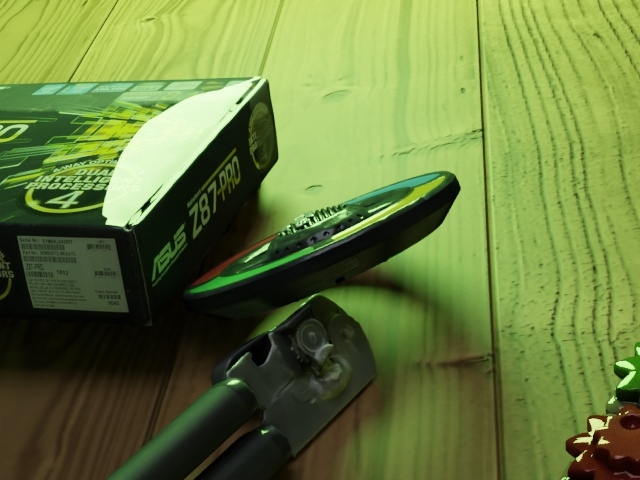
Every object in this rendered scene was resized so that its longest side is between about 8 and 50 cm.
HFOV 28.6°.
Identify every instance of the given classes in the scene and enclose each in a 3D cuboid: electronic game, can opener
[{"bbox_3d":[0.000,0.000,0.962,0.229,0.048,0.229,-24,7,3],"label":"electronic game"},{"bbox_3d":[-0.070,0.136,0.838,0.283,0.076,0.095,-39,8,-37],"label":"can opener"}]

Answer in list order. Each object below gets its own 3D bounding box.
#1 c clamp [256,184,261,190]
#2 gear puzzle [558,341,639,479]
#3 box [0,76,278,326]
[{"bbox_3d":[-0.119,-0.038,1.176,0.161,0.022,0.137,-31,29,-24],"label":"c clamp"},{"bbox_3d":[0.251,0.106,0.763,0.176,0.044,0.339,9,37,33],"label":"gear puzzle"},{"bbox_3d":[-0.269,-0.045,1.088,0.395,0.097,0.318,1,25,18],"label":"box"}]
